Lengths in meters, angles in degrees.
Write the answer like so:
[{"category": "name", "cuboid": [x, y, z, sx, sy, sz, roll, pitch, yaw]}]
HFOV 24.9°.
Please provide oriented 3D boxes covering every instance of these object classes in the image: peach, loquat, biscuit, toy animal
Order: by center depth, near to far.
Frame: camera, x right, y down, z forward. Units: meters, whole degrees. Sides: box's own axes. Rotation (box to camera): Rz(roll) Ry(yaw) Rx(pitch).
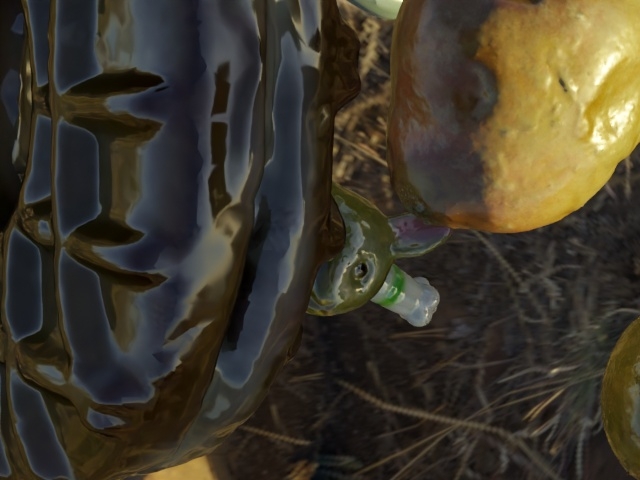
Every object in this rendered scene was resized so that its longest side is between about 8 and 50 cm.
[{"category": "biscuit", "cuboid": [-0.103, -0.059, 0.594, 0.332, 0.103, 0.332, 10, 102, 56]}, {"category": "peach", "cuboid": [0.139, -0.115, 1.088, 0.214, 0.214, 0.235, 25, 81, 14]}, {"category": "toy animal", "cuboid": [-0.011, 0.010, 1.540, 0.363, 0.180, 0.181, 29, 140, -13]}, {"category": "loquat", "cuboid": [0.471, 0.184, 1.696, 0.275, 0.275, 0.275, -1, 87, 14]}]

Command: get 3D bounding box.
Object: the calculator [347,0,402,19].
[{"category": "calculator", "cuboid": [0.057, -0.353, 1.610, 0.299, 0.041, 0.185, 32, 71, -27]}]
